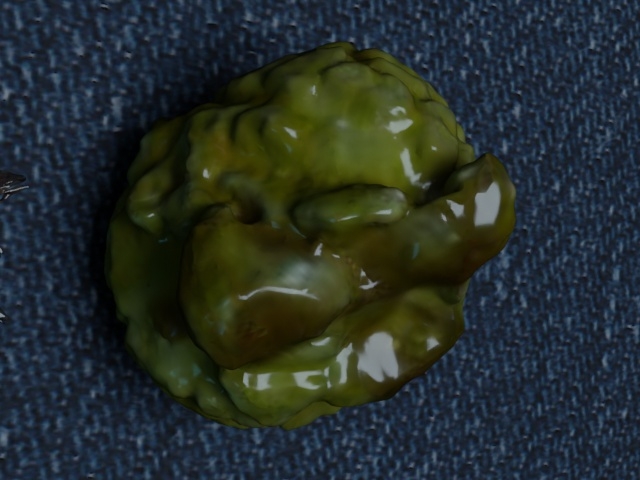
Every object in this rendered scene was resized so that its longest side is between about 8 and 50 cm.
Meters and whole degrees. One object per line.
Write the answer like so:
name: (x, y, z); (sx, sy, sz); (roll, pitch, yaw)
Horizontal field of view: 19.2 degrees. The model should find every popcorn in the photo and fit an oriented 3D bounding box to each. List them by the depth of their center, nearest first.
popcorn: (0.000, 0.000, 1.135); (0.237, 0.251, 0.206); (-47, 117, -30)

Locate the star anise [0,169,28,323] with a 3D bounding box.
star anise: (-0.231, -0.002, 1.069); (0.141, 0.042, 0.141); (-10, 105, -40)
